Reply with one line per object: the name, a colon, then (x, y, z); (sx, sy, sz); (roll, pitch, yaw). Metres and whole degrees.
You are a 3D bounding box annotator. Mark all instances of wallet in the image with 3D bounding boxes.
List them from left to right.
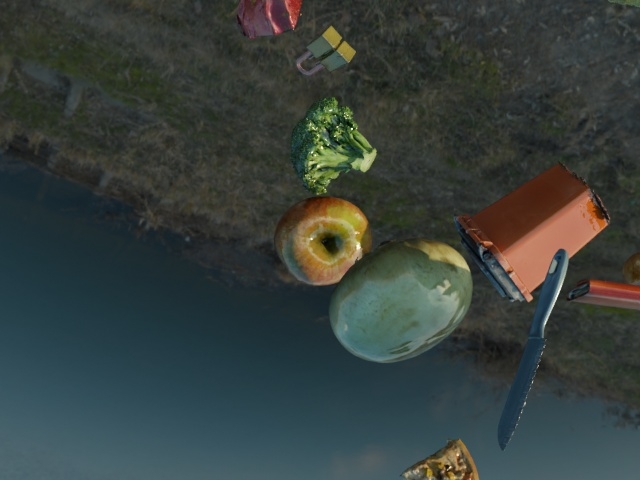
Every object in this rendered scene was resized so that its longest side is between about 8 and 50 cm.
wallet: (0.705, 0.130, 1.493); (0.204, 0.045, 0.142); (7, 165, 1)

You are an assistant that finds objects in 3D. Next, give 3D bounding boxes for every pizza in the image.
pizza: (0.283, 0.547, 1.491); (0.195, 0.185, 0.052); (4, 133, -15)

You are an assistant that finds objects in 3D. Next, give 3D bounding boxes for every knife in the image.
knife: (0.307, 0.149, 0.906); (0.019, 0.313, 0.044); (28, 164, -14)

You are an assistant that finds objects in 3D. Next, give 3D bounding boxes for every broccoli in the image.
broccoli: (0.025, -0.287, 1.979); (0.275, 0.308, 0.308); (27, 153, 25)

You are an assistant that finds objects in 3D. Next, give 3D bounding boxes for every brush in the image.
brush: (-0.004, -0.516, 1.776); (0.103, 0.047, 0.233); (42, 160, -20)

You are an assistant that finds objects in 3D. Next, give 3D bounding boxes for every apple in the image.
apple: (0.000, 0.000, 1.959); (0.309, 0.278, 0.250); (11, 180, -20)
apple: (0.904, 0.098, 1.725); (0.146, 0.131, 0.146); (11, 151, 6)

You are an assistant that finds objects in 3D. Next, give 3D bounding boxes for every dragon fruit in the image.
dragon fruit: (-0.117, -0.585, 1.496); (0.162, 0.262, 0.189); (9, 129, 1)

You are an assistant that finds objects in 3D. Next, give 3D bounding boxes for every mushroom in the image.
mushroom: (0.183, 0.127, 1.453); (0.352, 0.260, 0.352); (-21, 154, -11)

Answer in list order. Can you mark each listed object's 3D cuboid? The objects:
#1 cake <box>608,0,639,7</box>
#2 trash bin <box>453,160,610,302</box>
cake: (0.681, -0.671, 1.352); (0.227, 0.286, 0.222); (17, 142, 9)
trash bin: (0.385, -0.026, 1.168); (0.238, 0.161, 0.184); (-39, 126, 10)
